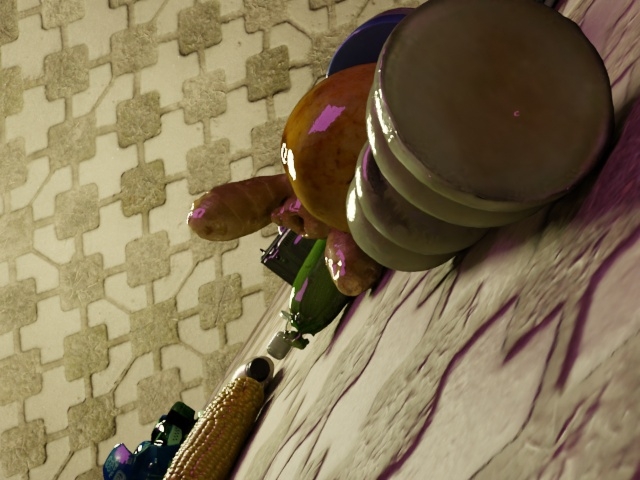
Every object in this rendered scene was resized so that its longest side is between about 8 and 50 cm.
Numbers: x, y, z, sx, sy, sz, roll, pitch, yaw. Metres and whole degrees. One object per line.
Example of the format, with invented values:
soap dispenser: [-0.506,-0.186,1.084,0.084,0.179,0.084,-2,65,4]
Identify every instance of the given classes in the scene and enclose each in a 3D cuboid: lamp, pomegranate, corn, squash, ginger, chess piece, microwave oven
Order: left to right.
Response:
corn: [-0.192,0.363,1.483,0.101,0.101,0.310,-54,6,40]
lamp: [-0.080,0.199,1.824,0.056,0.050,0.198,-58,4,10]
microwave oven: [0.000,0.000,1.615,0.205,0.163,0.129,-54,6,0]
ginger: [0.005,-0.073,1.389,0.348,0.363,0.122,-46,-47,-36]
squash: [0.033,0.028,1.412,0.378,0.101,0.101,-58,3,-36]
pomegranate: [0.074,-0.128,1.170,0.260,0.260,0.260,-57,4,6]
chess piece: [0.109,-0.064,0.770,0.182,0.182,0.330,-58,-2,-19]

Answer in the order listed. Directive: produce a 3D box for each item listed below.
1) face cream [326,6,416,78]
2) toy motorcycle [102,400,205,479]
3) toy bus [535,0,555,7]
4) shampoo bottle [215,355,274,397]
face cream: [0.152,-0.313,1.623,0.249,0.249,0.225,-55,2,28]
toy motorcycle: [-0.290,0.417,1.568,0.125,0.196,0.331,-57,5,11]
toy bus: [0.333,-0.448,1.304,0.297,0.131,0.106,-57,3,-12]
shampoo bottle: [-0.153,0.295,1.708,0.127,0.078,0.257,-37,-7,-32]
